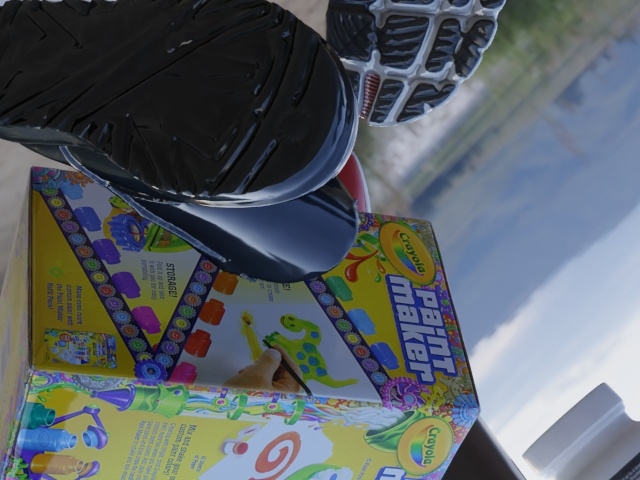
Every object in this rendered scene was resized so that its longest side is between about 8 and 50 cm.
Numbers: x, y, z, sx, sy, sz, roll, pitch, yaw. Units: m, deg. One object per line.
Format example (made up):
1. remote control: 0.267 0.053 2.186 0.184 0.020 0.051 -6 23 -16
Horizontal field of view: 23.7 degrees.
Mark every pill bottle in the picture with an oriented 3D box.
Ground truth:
1. pill bottle: 0.370 0.306 1.729 0.162 0.278 0.162 -39 166 -11

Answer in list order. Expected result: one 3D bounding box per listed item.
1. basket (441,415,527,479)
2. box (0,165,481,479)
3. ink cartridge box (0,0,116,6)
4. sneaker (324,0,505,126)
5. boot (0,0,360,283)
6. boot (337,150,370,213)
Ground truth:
1. basket: 0.091 0.209 1.281 0.204 0.227 0.154 17 112 -42
2. box: -0.084 0.130 1.030 0.177 0.279 0.290 -100 -155 -45
3. ink cartridge box: -0.267 -0.324 1.513 0.117 0.201 0.278 -59 152 -48
4. sneaker: 0.072 -0.202 0.969 0.118 0.107 0.279 67 35 -85
5. boot: -0.035 -0.041 0.756 0.207 0.246 0.094 30 76 -49
6. boot: 0.000 0.000 1.396 0.176 0.088 0.244 84 10 -72
